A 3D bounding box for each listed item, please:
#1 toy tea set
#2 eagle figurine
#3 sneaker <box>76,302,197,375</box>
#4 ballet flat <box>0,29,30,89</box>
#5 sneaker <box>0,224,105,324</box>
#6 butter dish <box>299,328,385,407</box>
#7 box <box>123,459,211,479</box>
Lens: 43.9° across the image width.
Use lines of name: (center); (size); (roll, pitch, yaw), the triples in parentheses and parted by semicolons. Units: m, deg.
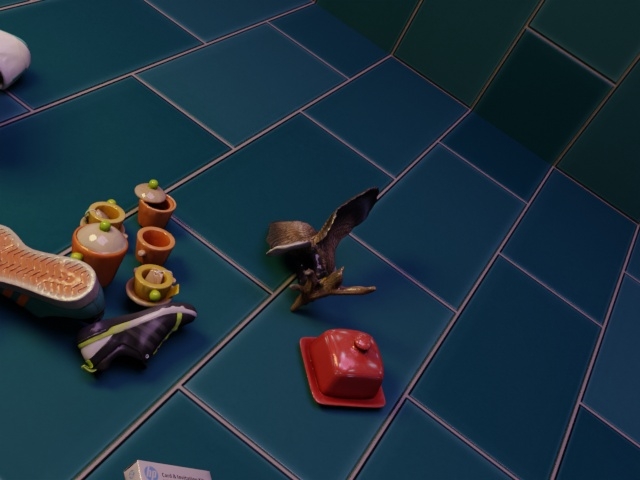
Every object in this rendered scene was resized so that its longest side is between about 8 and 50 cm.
toy tea set: (-0.353, -0.025, 1.485); (0.200, 0.124, 0.336); (13, 32, -17)
eagle figurine: (0.000, 0.007, 1.676); (0.227, 0.225, 0.298); (12, 50, -7)
sneaker: (-0.312, 0.176, 1.372); (0.235, 0.084, 0.097); (-13, 78, -41)
ballet flat: (-0.826, -0.432, 1.680); (0.401, 0.139, 0.139); (20, 38, -15)
sneaker: (-0.499, 0.068, 1.342); (0.302, 0.121, 0.108); (21, 55, 17)
butter dish: (0.059, 0.225, 1.510); (0.160, 0.118, 0.159); (9, 41, -26)
box: (-0.200, 0.415, 1.141); (0.145, 0.038, 0.186); (27, 29, -44)
